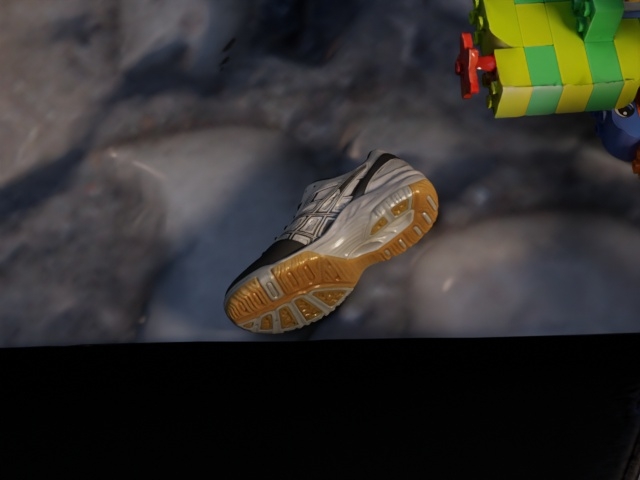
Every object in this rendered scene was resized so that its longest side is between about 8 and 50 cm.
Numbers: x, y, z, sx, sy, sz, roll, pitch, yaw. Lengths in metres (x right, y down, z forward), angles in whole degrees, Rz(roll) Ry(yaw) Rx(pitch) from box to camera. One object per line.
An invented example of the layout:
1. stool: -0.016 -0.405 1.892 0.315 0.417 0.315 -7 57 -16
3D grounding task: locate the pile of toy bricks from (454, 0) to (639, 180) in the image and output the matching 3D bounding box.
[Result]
1. pile of toy bricks: 0.091 -0.063 0.466 0.105 0.118 0.212 -5 60 -6

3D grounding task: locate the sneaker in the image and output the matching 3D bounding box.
1. sneaker: 0.000 0.000 0.527 0.083 0.032 0.037 -33 47 -7

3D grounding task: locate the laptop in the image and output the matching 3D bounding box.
1. laptop: -0.118 0.165 0.349 0.381 0.236 0.408 -3 62 18
